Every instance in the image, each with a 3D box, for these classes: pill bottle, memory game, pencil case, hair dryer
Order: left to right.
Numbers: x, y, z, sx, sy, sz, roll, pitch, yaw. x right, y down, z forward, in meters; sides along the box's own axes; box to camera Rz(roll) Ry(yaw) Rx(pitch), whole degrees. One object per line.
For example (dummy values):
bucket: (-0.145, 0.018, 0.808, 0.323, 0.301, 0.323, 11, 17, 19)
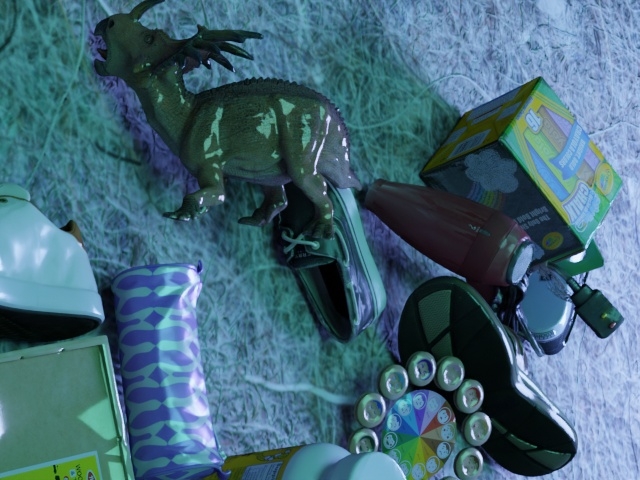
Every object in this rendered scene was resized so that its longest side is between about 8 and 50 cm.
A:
pencil case: (-0.136, 0.122, 1.719, 0.088, 0.086, 0.206, -7, 78, -7)
pill bottle: (-0.026, 0.244, 1.729, 0.117, 0.208, 0.118, 17, 67, -46)
memory game: (0.105, 0.207, 1.996, 0.186, 0.012, 0.186, -5, 98, -34)
hair dryer: (0.164, 0.036, 2.061, 0.293, 0.223, 0.080, 42, 65, -12)

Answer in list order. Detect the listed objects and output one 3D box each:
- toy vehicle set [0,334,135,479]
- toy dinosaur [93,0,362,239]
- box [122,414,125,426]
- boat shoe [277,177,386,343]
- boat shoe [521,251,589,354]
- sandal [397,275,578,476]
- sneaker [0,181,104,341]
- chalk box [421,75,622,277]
toy vehicle set: (-0.223, 0.220, 1.582, 0.166, 0.035, 0.267, -6, 84, -50)
toy dinosaur: (-0.063, -0.112, 1.800, 0.295, 0.127, 0.200, 8, 92, -27)
box: (-0.225, 0.240, 1.632, 0.145, 0.038, 0.186, 8, 74, -48)
boat shoe: (0.000, 0.000, 1.932, 0.070, 0.077, 0.219, -45, 115, -47)
boat shoe: (0.286, 0.033, 2.265, 0.076, 0.080, 0.229, 62, 33, -49)
sandal: (0.179, 0.145, 2.090, 0.303, 0.120, 0.086, 53, 28, -35)
sneaker: (-0.302, 0.008, 1.572, 0.290, 0.106, 0.123, 15, 59, -55)
chalk box: (0.244, -0.051, 2.166, 0.213, 0.132, 0.132, 51, 46, -16)
